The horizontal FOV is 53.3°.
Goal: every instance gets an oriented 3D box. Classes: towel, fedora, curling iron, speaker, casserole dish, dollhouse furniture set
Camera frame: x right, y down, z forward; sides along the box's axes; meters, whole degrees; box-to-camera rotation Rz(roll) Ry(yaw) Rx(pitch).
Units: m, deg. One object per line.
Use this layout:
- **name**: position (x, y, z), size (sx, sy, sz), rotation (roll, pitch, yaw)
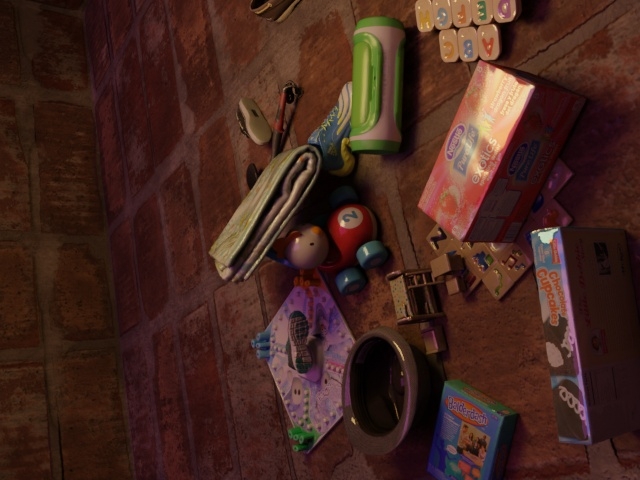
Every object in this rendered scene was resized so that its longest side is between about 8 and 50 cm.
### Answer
- **towel**: position (-0.148, -0.078, 1.609), size (0.375, 0.090, 0.320), rotation (-55, 17, -3)
- **fedora**: position (0.161, 0.333, 1.424), size (0.243, 0.124, 0.276), rotation (-26, 61, 48)
- **curling iron**: position (-0.110, -0.334, 1.866), size (0.035, 0.068, 0.274), rotation (46, 130, 42)
- **speaker**: position (0.132, -0.352, 1.474), size (0.131, 0.131, 0.297), rotation (5, 94, 54)
- **casserole dish**: position (-0.120, 0.033, 1.778), size (0.114, 0.188, 0.037), rotation (11, 77, 43)
- **dollhouse furniture set**: position (0.231, 0.139, 1.337), size (0.161, 0.101, 0.182), rotation (-36, 62, 55)

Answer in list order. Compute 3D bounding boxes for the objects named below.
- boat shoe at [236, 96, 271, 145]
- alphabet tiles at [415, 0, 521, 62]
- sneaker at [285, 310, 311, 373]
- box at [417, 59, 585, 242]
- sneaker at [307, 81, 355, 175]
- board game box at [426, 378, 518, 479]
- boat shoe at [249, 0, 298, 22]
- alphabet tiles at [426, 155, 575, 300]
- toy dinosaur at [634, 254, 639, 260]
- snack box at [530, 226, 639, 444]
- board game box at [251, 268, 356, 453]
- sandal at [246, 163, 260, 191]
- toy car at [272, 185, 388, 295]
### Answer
- **boat shoe**: position (-0.211, -0.356, 1.989), size (0.070, 0.077, 0.219), rotation (-58, 39, 35)
- **alphabet tiles**: position (0.282, -0.499, 1.274), size (0.284, 0.021, 0.278), rotation (20, 126, 56)
- **sneaker**: position (-0.070, 0.272, 1.712), size (0.076, 0.064, 0.167), rotation (-12, 78, 57)
- **box**: position (0.323, -0.155, 1.170), size (0.142, 0.154, 0.300), rotation (46, 126, 44)
- **sneaker**: position (0.039, -0.281, 1.598), size (0.091, 0.126, 0.240), rotation (14, 101, 53)
- **board game box**: position (0.303, 0.413, 1.296), size (0.160, 0.047, 0.211), rotation (25, 110, 52)
- **boat shoe**: position (-0.089, -0.744, 1.803), size (0.324, 0.096, 0.117), rotation (-33, 63, 49)
- **alphabet tiles**: position (0.344, -0.061, 1.278), size (0.343, 0.011, 0.285), rotation (-58, 46, 35)
- **toy dinosaur**: position (0.541, 0.087, 0.973), size (0.092, 0.053, 0.183), rotation (-43, 56, 46)
- **snack box**: position (0.431, 0.140, 1.008), size (0.060, 0.187, 0.322), rotation (-15, 77, 53)
- **board game box**: position (-0.043, 0.328, 1.767), size (0.390, 0.050, 0.390), rotation (-56, 47, 36)
- **sandal**: position (-0.185, -0.154, 1.983), size (0.067, 0.040, 0.179), rotation (-27, 83, 56)
- **toy car**: position (0.000, 0.000, 1.553), size (0.210, 0.237, 0.219), rotation (-54, 50, 38)
